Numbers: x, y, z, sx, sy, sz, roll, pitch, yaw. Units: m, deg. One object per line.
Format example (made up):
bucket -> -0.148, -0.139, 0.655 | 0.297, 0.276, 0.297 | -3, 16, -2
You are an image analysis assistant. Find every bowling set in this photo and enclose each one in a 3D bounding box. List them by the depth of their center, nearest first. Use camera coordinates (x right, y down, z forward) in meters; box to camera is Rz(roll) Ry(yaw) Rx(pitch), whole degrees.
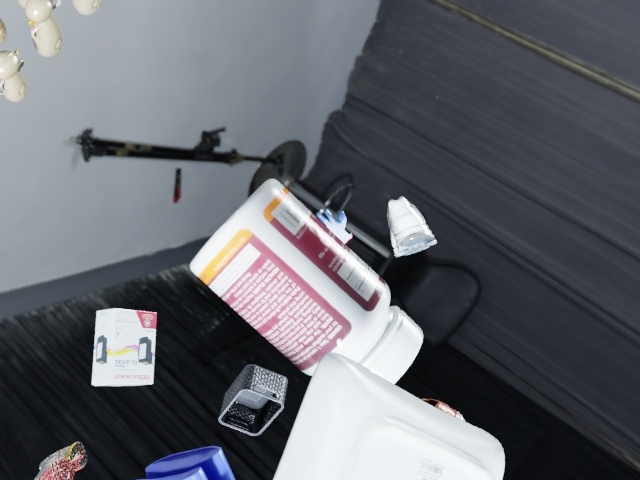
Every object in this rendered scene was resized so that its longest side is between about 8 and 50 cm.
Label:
bowling set -> -0.523, -0.398, 1.027 | 0.287, 0.200, 0.154 | -64, -170, -18

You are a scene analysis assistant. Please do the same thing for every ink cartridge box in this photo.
ink cartridge box -> -0.463, 0.256, 1.453 | 0.127, 0.072, 0.175 | 16, 68, -52

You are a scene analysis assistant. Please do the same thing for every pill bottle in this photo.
pill bottle -> -0.019, 0.098, 1.099 | 0.224, 0.392, 0.224 | -46, -175, 5

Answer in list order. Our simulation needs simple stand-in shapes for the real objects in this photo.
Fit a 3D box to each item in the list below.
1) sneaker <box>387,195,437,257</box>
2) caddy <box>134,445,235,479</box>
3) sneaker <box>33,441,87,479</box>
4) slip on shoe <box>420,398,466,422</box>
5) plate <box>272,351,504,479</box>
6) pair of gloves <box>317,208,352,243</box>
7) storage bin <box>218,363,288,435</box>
sneaker -> 0.215, -0.035, 1.484 | 0.111, 0.129, 0.297 | -21, 171, 2
caddy -> -0.393, 0.730, 1.747 | 0.341, 0.179, 0.241 | -19, -178, 23
sneaker -> -0.712, 0.626, 1.639 | 0.093, 0.088, 0.225 | -20, -177, 4
slip on shoe -> 0.285, 0.477, 1.672 | 0.123, 0.101, 0.331 | -51, -178, -14
plate -> 0.062, 0.276, 0.541 | 0.277, 0.045, 0.278 | 34, 69, -31
pair of gloves -> 0.000, 0.000, 1.655 | 0.198, 0.023, 0.159 | -40, 136, 10
storage bin -> -0.176, 0.420, 1.605 | 0.180, 0.122, 0.084 | -54, -162, 37
